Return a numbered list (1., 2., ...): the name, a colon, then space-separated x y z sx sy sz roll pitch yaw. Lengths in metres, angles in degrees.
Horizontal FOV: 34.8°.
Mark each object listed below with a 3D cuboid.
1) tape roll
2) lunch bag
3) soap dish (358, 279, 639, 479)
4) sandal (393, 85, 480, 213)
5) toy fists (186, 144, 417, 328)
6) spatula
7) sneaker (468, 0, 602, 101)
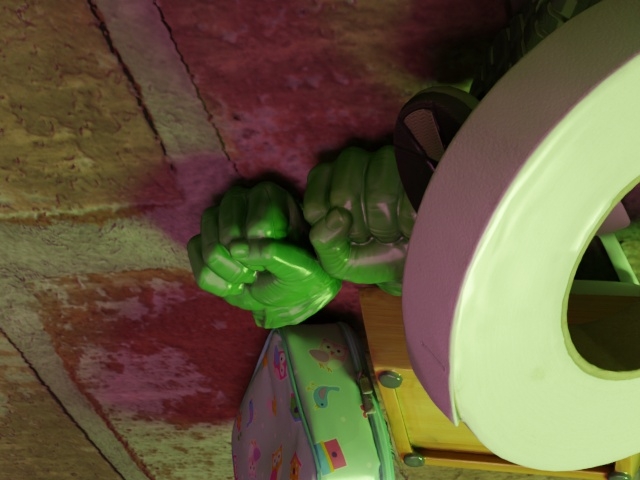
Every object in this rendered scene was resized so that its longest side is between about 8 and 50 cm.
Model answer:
1. tape roll: 0.241 0.002 0.754 0.392 0.072 0.392 -15 127 -21
2. lunch bag: -0.017 0.224 1.113 0.108 0.224 0.279 3 141 -20
3. soap dish: 0.193 0.144 1.032 0.291 0.118 0.229 1 139 16
4. sandal: 0.142 -0.002 0.836 0.120 0.086 0.302 17 138 35
5. toy fists: 0.000 0.000 0.952 0.279 0.096 0.142 -16 127 31
6. spatula: 0.228 0.026 0.984 0.168 0.019 0.242 -15 131 26
7. sneaker: 0.208 -0.138 0.764 0.132 0.086 0.228 20 137 -12
